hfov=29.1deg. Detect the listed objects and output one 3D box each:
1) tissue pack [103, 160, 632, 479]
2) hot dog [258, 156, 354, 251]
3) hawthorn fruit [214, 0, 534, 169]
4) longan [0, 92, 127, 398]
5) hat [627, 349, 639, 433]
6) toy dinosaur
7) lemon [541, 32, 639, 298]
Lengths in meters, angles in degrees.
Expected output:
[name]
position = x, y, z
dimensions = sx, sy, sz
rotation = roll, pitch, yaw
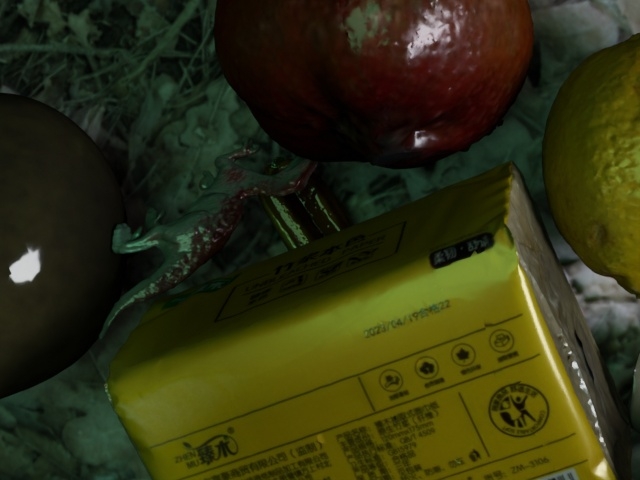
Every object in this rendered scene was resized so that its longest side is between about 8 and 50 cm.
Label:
[tissue pack]
position = 0.052, 0.142, 1.103
dimensions = 0.382, 0.228, 0.293
rotation = -22, 106, 16
[hot dog]
position = 0.000, 0.000, 1.237
dimensions = 0.072, 0.055, 0.188
rotation = -30, 84, -18
[hawthorn fruit]
position = 0.039, -0.211, 1.120
dimensions = 0.295, 0.295, 0.311
rotation = -27, 79, 16
[longan]
position = -0.341, 0.010, 1.224
dimensions = 0.318, 0.319, 0.319
rotation = 0, 89, 18
[hat]
position = 0.362, 0.143, 1.084
dimensions = 0.175, 0.085, 0.147
rotation = 4, 93, -1
[toy dinosaur]
position = -0.121, -0.001, 1.176
dimensions = 0.167, 0.053, 0.242
rotation = 10, 54, 30
[lemon]
position = 0.287, -0.069, 1.076
dimensions = 0.188, 0.188, 0.257
rotation = 3, 84, 18
